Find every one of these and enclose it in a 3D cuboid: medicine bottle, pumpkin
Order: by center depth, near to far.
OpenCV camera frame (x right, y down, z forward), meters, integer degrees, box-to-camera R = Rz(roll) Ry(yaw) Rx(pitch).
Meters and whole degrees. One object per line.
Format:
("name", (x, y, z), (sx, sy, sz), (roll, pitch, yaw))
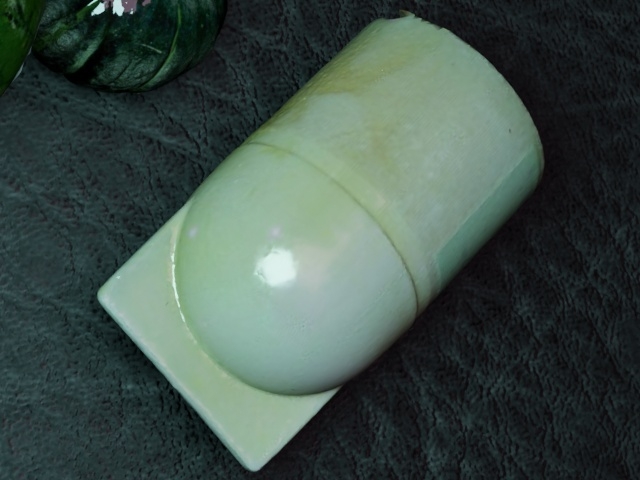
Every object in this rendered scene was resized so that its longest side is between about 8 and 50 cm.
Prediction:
("pumpkin", (-0.190, -0.243, 1.859), (0.220, 0.162, 0.221), (19, 61, -37))
("medicine bottle", (0.000, 0.000, 1.862), (0.406, 0.235, 0.236), (-45, 99, -23))

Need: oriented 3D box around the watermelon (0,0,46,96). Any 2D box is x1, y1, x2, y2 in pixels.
("watermelon", (-0.413, -0.222, 1.670), (0.363, 0.363, 0.363), (4, 79, -23))
